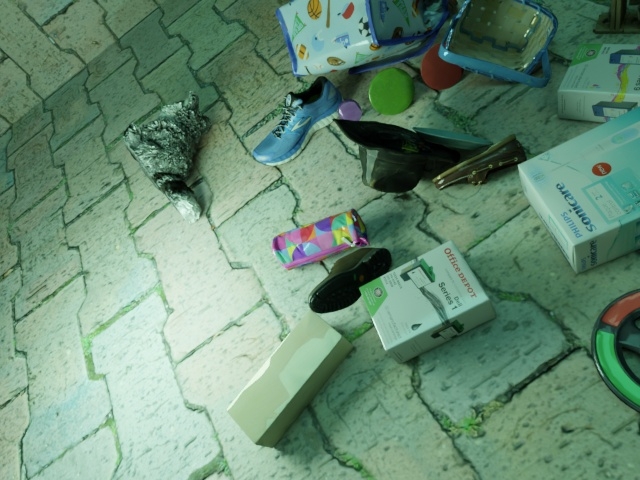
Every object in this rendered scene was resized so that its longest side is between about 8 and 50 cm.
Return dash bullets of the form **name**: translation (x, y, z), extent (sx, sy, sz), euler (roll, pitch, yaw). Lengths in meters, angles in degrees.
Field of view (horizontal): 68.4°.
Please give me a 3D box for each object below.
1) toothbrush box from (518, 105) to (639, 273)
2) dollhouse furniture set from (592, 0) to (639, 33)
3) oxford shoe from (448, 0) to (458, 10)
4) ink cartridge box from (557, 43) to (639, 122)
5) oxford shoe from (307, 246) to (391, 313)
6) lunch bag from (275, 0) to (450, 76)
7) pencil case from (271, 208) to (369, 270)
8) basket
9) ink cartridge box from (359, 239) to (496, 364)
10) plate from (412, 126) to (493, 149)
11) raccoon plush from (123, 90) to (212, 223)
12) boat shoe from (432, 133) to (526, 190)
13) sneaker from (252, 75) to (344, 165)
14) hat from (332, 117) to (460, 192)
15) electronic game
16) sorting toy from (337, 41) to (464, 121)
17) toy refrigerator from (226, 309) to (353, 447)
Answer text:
- **toothbrush box**: translation (0.564, -0.104, 0.882), extent (0.295, 0.126, 0.216), euler (-26, 51, 16)
- **dollhouse furniture set**: translation (0.743, -0.607, 1.116), extent (0.128, 0.129, 0.184), euler (17, 70, 36)
- **oxford shoe**: translation (0.298, -0.786, 1.516), extent (0.130, 0.123, 0.348), euler (-56, 47, 21)
- **ink cartridge box**: translation (0.648, -0.338, 1.016), extent (0.212, 0.093, 0.154), euler (20, 70, 35)
- **oxford shoe**: translation (0.051, 0.087, 1.049), extent (0.227, 0.083, 0.096), euler (-31, 26, -31)
- **lunch bag**: translation (0.135, -0.607, 1.329), extent (0.327, 0.239, 0.385), euler (1, 22, 44)
- **pencil case**: translation (0.000, 0.000, 1.146), extent (0.236, 0.104, 0.104), euler (-19, 52, 19)
- **basket**: translation (0.422, -0.485, 1.131), extent (0.254, 0.201, 0.289), euler (18, 57, 1)
- **ink cartridge box**: translation (0.213, 0.122, 0.949), extent (0.219, 0.092, 0.160), euler (-30, 50, 9)
- **plate**: translation (0.305, -0.237, 1.103), extent (0.188, 0.188, 0.024), euler (27, 116, 38)
- **raccoon plush**: translation (-0.430, -0.279, 1.565), extent (0.299, 0.216, 0.446), euler (-37, 77, -16)
- **boat shoe**: translation (0.361, -0.161, 1.071), extent (0.207, 0.073, 0.073), euler (-28, 88, 17)
- **sneaker**: translation (-0.085, -0.361, 1.399), extent (0.330, 0.147, 0.130), euler (-45, 49, -4)
- **hat**: translation (0.161, -0.190, 1.119), extent (0.331, 0.331, 0.134), euler (40, 123, 40)
- **electronic game**: translation (0.562, 0.177, 0.750), extent (0.229, 0.048, 0.229), euler (-14, 54, 21)
- **sorting toy**: translation (0.214, -0.443, 1.334), extent (0.365, 0.127, 0.126), euler (-25, 28, 10)
- **toy refrigerator**: translation (-0.059, 0.290, 0.992), extent (0.102, 0.094, 0.269), euler (34, 80, 33)
